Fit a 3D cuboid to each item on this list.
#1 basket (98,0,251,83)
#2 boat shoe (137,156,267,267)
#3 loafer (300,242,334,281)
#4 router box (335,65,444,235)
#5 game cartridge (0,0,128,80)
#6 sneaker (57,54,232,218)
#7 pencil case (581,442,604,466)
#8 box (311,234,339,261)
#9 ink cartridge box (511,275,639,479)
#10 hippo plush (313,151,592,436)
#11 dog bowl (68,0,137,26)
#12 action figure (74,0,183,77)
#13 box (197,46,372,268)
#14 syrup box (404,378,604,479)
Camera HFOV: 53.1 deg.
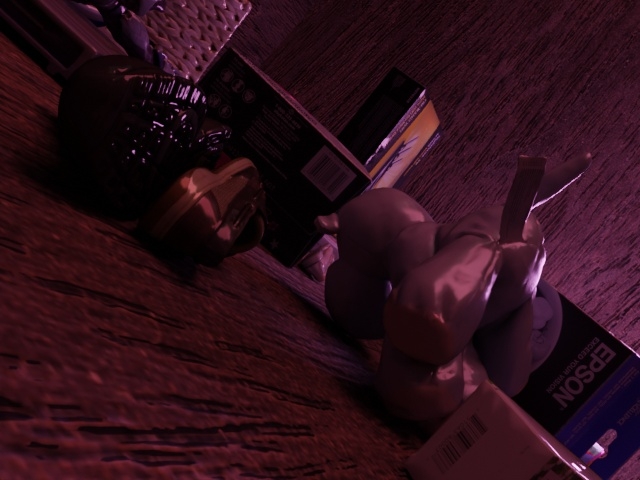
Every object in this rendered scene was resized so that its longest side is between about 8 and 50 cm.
[{"bbox_3d":[-0.372,-0.511,1.325,0.328,0.266,0.331,38,5,-40],"label":"basket"},{"bbox_3d":[-0.083,-0.020,0.544,0.073,0.080,0.223,48,10,-2],"label":"boat shoe"},{"bbox_3d":[-0.001,0.034,0.943,0.039,0.045,0.125,60,11,-2],"label":"loafer"},{"bbox_3d":[0.098,-0.149,1.238,0.081,0.309,0.243,41,5,20],"label":"router box"},{"bbox_3d":[-0.347,-0.282,0.764,0.355,0.068,0.230,43,1,-4],"label":"game cartridge"},{"bbox_3d":[-0.158,-0.092,0.510,0.130,0.109,0.286,33,-1,-3],"label":"sneaker"},{"bbox_3d":[0.458,0.379,1.312,0.236,0.104,0.104,44,4,33],"label":"pencil case"},{"bbox_3d":[0.000,0.000,1.222,0.145,0.038,0.186,41,6,-19],"label":"box"},{"bbox_3d":[0.242,0.171,0.707,0.208,0.206,0.045,45,12,37],"label":"ink cartridge box"},{"bbox_3d":[0.085,0.034,0.658,0.236,0.294,0.234,23,22,40],"label":"hippo plush"},{"bbox_3d":[-0.366,-0.476,1.006,0.104,0.265,0.265,4,-24,41],"label":"dog bowl"},{"bbox_3d":[-0.284,-0.316,0.911,0.185,0.099,0.285,33,-22,36],"label":"action figure"},{"bbox_3d":[-0.068,-0.109,0.869,0.247,0.163,0.142,43,6,-1],"label":"box"},{"bbox_3d":[0.185,0.220,0.486,0.237,0.093,0.096,41,5,-24],"label":"syrup box"}]
